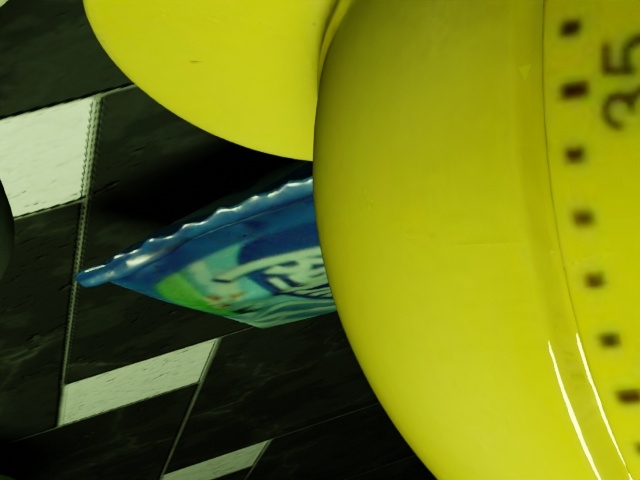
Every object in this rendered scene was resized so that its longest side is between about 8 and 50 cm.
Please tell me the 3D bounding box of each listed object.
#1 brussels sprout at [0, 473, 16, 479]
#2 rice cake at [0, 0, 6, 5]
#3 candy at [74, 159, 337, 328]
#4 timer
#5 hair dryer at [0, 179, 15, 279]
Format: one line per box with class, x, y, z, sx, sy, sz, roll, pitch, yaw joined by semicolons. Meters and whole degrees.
brussels sprout;-0.302;0.262;1.150;0.244;0.244;0.244;-20;164;-6
rice cake;-0.131;-0.085;0.495;0.256;0.052;0.057;-30;-165;26
candy;0.000;0.000;0.908;0.187;0.077;0.331;-23;166;11
timer;0.134;-0.030;0.582;0.387;0.376;0.376;-5;179;44
hair dryer;-0.226;-0.001;0.484;0.255;0.070;0.128;-11;162;-4
